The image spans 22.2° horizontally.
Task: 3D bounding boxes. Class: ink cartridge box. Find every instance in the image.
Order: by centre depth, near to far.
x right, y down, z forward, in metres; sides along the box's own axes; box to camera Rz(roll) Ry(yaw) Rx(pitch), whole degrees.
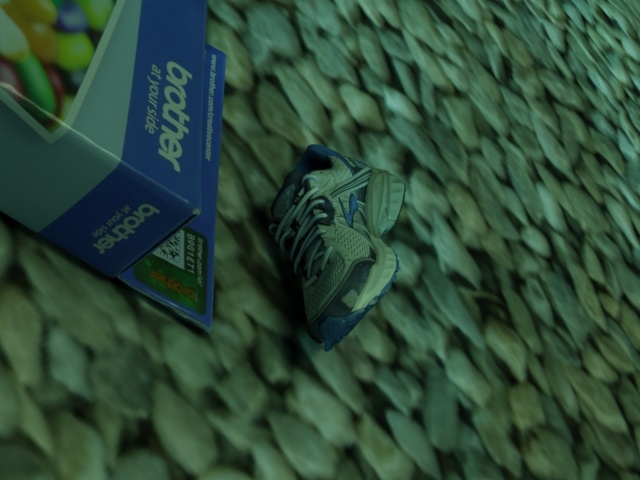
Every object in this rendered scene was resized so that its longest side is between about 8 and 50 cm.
[{"bbox_3d":[-0.139,-0.111,0.640,0.311,0.065,0.186,36,34,-32],"label":"ink cartridge box"}]

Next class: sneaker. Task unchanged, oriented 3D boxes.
[{"bbox_3d":[0.000,0.000,0.744,0.058,0.052,0.135,34,26,-14],"label":"sneaker"}]
